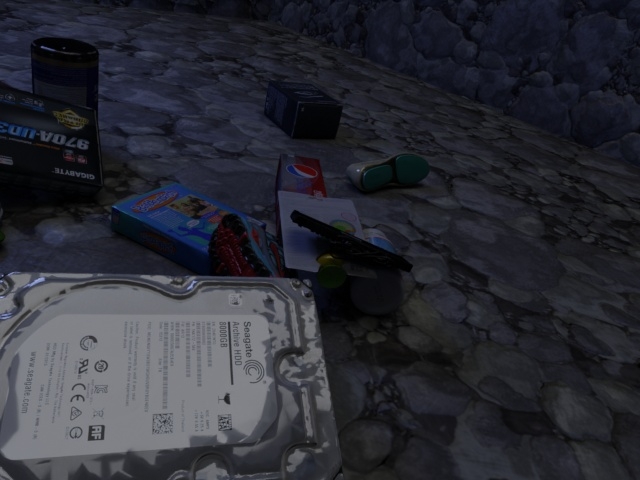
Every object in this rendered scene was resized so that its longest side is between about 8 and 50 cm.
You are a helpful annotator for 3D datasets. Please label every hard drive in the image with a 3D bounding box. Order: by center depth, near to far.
[{"bbox_3d":[-0.157,0.146,0.546,0.338,0.064,0.237,4,54,-19],"label":"hard drive"}]

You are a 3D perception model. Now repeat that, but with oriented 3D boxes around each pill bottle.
[{"bbox_3d":[0.089,0.045,0.903,0.087,0.087,0.160,11,28,-5],"label":"pill bottle"},{"bbox_3d":[-0.517,-0.287,1.102,0.122,0.219,0.123,11,29,-6],"label":"pill bottle"}]

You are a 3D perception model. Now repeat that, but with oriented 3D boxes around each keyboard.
[{"bbox_3d":[0.040,0.011,0.800,0.192,0.038,0.100,23,6,-5],"label":"keyboard"}]

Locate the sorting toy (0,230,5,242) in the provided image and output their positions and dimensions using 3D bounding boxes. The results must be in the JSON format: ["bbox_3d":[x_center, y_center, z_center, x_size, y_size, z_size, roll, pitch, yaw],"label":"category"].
[{"bbox_3d":[-0.496,0.011,0.771,0.061,0.042,0.102,22,13,-17],"label":"sorting toy"}]

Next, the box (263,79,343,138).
[{"bbox_3d":[-0.055,-0.388,1.607,0.153,0.108,0.207,-4,33,-30],"label":"box"}]

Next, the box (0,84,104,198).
[{"bbox_3d":[-0.500,-0.174,0.942,0.220,0.051,0.175,9,57,-43],"label":"box"}]

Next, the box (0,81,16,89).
[{"bbox_3d":[-0.751,-0.261,1.045,0.381,0.143,0.191,29,32,23],"label":"box"}]

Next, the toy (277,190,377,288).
[{"bbox_3d":[0.000,0.000,0.878,0.136,0.056,0.237,7,28,-12],"label":"toy"}]

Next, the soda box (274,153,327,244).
[{"bbox_3d":[-0.041,-0.085,1.086,0.092,0.084,0.263,9,29,-10],"label":"soda box"}]

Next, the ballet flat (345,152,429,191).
[{"bbox_3d":[0.165,-0.174,1.355,0.248,0.086,0.086,-11,37,-37],"label":"ballet flat"}]

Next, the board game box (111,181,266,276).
[{"bbox_3d":[-0.225,-0.025,0.936,0.210,0.047,0.160,25,31,19],"label":"board game box"}]

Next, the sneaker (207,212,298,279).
[{"bbox_3d":[-0.068,0.064,0.780,0.125,0.104,0.262,19,34,-40],"label":"sneaker"}]

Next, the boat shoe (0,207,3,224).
[{"bbox_3d":[-0.635,-0.088,0.822,0.302,0.094,0.109,11,28,-4],"label":"boat shoe"}]
